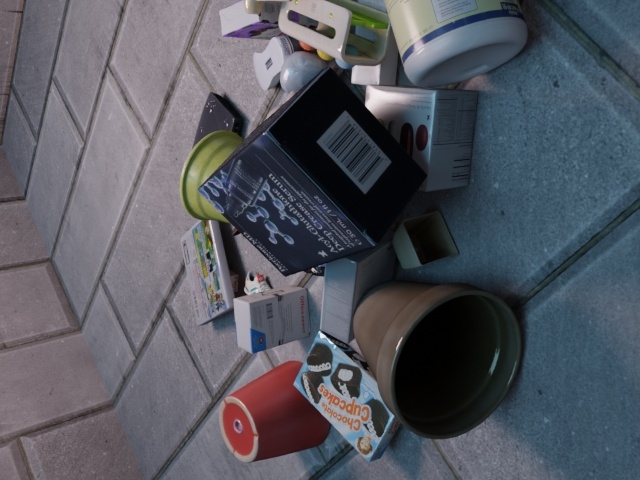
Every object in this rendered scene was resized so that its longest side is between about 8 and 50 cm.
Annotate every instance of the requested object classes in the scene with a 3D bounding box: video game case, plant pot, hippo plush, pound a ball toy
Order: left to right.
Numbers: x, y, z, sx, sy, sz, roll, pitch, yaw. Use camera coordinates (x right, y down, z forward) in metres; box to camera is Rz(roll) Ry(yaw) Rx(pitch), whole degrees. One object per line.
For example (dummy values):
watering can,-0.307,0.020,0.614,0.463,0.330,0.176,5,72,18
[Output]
video game case,-0.385,0.101,2.169,0.300,0.036,0.329,-31,69,55
plant pot,-0.211,-0.143,1.816,0.254,0.276,0.276,25,118,31
plant pot,-0.146,0.515,1.887,0.275,0.243,0.275,14,108,47
pound a ball toy,-0.020,-0.484,1.449,0.319,0.208,0.135,40,128,45
hippo plush,0.015,-0.341,1.557,0.234,0.294,0.236,-16,59,31
plant pot,0.224,0.010,1.455,0.096,0.109,0.109,-42,67,58
plant pot,0.219,0.217,1.389,0.280,0.323,0.323,-149,58,-61

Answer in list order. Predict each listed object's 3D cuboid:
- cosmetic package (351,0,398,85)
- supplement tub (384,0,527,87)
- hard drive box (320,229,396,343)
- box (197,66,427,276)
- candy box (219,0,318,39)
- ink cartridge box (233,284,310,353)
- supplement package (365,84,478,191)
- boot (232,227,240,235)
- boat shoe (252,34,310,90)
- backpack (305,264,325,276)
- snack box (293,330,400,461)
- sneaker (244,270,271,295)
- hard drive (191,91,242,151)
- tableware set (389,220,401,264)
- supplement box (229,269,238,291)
cosmetic package,0.132,-0.477,1.470,0.099,0.060,0.239,25,117,49
supplement tub,0.236,-0.484,1.218,0.235,0.235,0.324,-21,83,49
hard drive box,0.093,0.099,1.528,0.089,0.181,0.232,24,125,29
box,-0.033,-0.121,1.344,0.293,0.212,0.395,45,152,-12
candy box,-0.130,-0.568,1.644,0.165,0.196,0.070,1,99,49
ink cartridge box,-0.137,0.221,1.838,0.086,0.203,0.148,9,105,50
supplement package,0.207,-0.226,1.377,0.194,0.149,0.203,18,112,45
boot,-0.272,-0.087,2.043,0.106,0.037,0.114,-47,66,29
boat shoe,-0.103,-0.482,1.712,0.301,0.102,0.108,-10,99,71
backpack,0.000,0.000,1.687,0.152,0.115,0.182,9,100,60
snack box,0.077,0.408,1.714,0.322,0.060,0.187,37,110,37
sneaker,-0.183,0.150,1.982,0.161,0.057,0.075,32,127,44
hard drive,-0.331,-0.324,2.041,0.172,0.054,0.254,49,132,29
tableware set,0.138,0.007,1.596,0.194,0.039,0.128,-17,86,49
supplement box,-0.316,0.129,2.145,0.098,0.036,0.062,26,118,45
